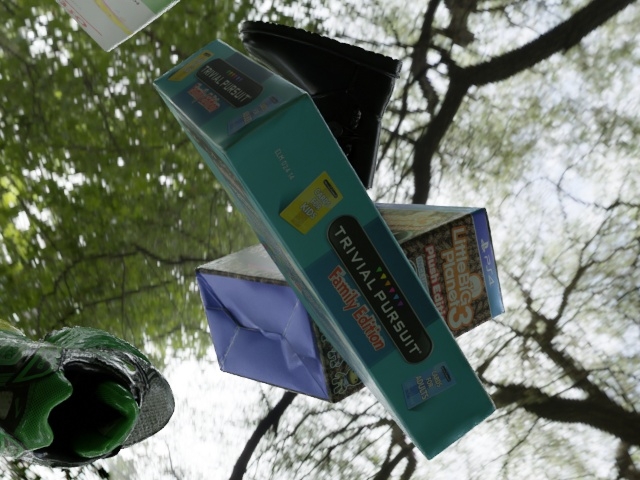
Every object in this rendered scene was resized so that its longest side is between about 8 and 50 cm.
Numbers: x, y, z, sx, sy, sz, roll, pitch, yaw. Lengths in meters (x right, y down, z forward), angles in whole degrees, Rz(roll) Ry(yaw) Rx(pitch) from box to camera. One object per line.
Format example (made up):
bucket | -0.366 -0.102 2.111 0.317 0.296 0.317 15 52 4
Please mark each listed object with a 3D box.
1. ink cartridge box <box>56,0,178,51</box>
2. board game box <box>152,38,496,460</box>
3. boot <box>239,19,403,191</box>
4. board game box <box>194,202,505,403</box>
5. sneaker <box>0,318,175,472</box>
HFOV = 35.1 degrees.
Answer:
ink cartridge box | -0.208 -0.298 0.936 0.207 0.353 0.119 47 -106 -17
board game box | 0.000 0.000 0.889 0.079 0.254 0.336 -35 -62 -6
boot | -0.021 -0.186 1.436 0.247 0.094 0.207 17 -89 -1
board game box | 0.037 0.062 1.245 0.291 0.232 0.141 -22 -73 -36
sneaker | -0.216 0.156 0.906 0.146 0.343 0.134 20 -93 19
